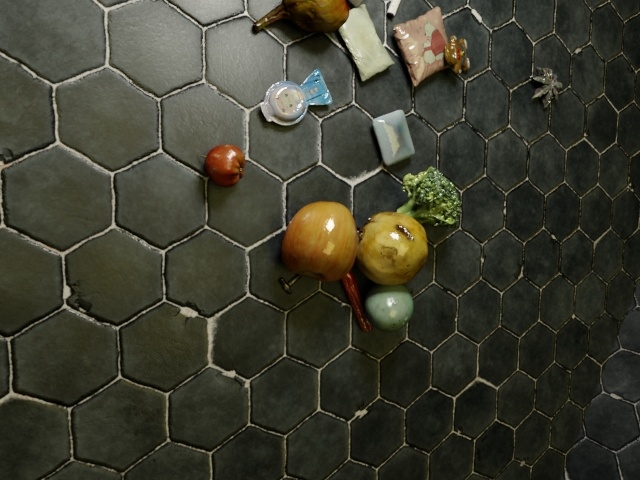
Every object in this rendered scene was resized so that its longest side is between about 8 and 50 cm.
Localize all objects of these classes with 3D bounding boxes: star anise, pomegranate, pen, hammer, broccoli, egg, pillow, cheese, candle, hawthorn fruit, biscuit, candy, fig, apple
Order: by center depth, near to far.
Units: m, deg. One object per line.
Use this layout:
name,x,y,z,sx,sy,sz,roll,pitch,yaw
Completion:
hawthorn fruit,-0.283,-0.224,1.258,0.140,0.125,0.125,33,80,-27
fig,-0.050,-0.704,1.296,0.290,0.191,0.190,-31,107,-22
apple,0.000,0.000,1.370,0.242,0.242,0.240,23,71,-26
cheese,-0.079,-0.452,1.373,0.245,0.052,0.135,-30,107,-20
hammer,-0.061,0.104,1.451,0.178,0.021,0.065,-42,110,-17
pomegranate,0.235,0.027,1.457,0.261,0.260,0.260,-3,96,-26
pillow,0.147,-0.675,1.466,0.148,0.050,0.229,-39,107,-25
egg,0.239,0.226,1.500,0.169,0.236,0.169,3,107,8
pen,0.293,-0.914,1.524,0.033,0.033,0.268,24,84,-26
candle,0.118,0.189,1.530,0.048,0.051,0.329,-34,110,-34
candy,0.264,-0.368,1.538,0.138,0.071,0.174,-25,106,-22
pillow,0.380,-0.700,1.556,0.236,0.084,0.223,-33,110,-21
broccoli,0.381,-0.131,1.576,0.246,0.248,0.288,-20,118,14
biscuit,0.513,-0.694,1.606,0.205,0.031,0.138,-24,107,-48
star anise,0.983,-0.669,1.867,0.205,0.061,0.180,27,83,-26

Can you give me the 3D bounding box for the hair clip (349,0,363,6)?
hair clip,0.022,-0.895,1.362,0.331,0.085,0.101,31,72,-21
